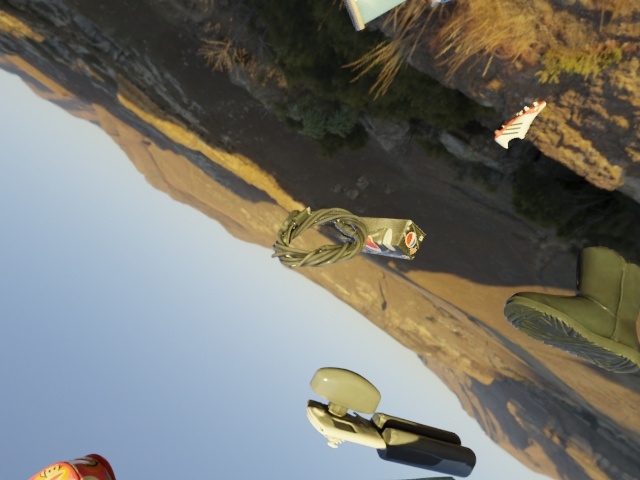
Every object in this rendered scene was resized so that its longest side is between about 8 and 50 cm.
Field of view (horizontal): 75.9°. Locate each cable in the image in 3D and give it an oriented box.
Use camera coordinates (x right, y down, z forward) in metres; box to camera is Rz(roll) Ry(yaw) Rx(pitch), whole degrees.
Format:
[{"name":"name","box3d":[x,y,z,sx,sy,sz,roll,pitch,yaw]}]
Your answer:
[{"name":"cable","box3d":[0.000,0.000,0.685,0.151,0.047,0.184,11,-149,12]}]

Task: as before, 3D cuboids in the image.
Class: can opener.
[{"name":"can opener","box3d":[0.106,0.267,0.583,0.281,0.093,0.074,27,-177,-19]}]

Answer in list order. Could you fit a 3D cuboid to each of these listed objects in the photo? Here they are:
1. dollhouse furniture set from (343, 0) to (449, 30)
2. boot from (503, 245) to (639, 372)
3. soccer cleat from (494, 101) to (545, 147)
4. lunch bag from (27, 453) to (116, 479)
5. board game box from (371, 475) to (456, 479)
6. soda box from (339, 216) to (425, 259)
[{"name":"dollhouse furniture set","box3d":[0.153,-0.603,0.837,0.286,0.198,0.303,60,-179,-25]},{"name":"boot","box3d":[0.467,0.096,0.750,0.247,0.207,0.094,25,150,3]},{"name":"soccer cleat","box3d":[0.307,-0.176,0.626,0.035,0.083,0.029,49,-152,-4]},{"name":"lunch bag","box3d":[-0.491,0.564,0.727,0.258,0.293,0.120,57,179,20]},{"name":"board game box","box3d":[0.133,0.348,0.350,0.145,0.141,0.275,9,178,-19]},{"name":"soda box","box3d":[0.117,-0.008,0.808,0.053,0.060,0.169,40,162,-31]}]
